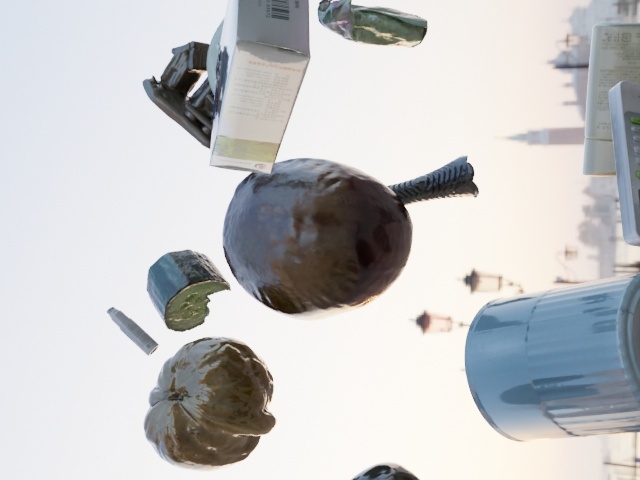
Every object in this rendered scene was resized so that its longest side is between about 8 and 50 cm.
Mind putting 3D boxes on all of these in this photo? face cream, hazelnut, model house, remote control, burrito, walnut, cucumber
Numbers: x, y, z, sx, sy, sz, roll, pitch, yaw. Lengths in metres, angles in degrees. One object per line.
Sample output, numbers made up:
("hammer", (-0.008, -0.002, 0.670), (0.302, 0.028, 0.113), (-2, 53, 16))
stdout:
("face cream", (-0.396, 0.187, 1.675), (0.034, 0.130, 0.034), (-48, -6, -7))
("hazelnut", (0.000, 0.000, 1.743), (0.421, 0.421, 0.352), (37, -139, -66))
("model house", (-0.256, -0.337, 1.777), (0.188, 0.229, 0.122), (-48, -2, 9))
("remote control", (0.476, -0.109, 1.158), (0.034, 0.103, 0.250), (141, 134, -64))
("face cream", (0.697, -0.316, 1.818), (0.081, 0.174, 0.348), (-54, -36, -68))
("burrito", (0.103, -0.453, 1.666), (0.229, 0.144, 0.089), (3, -73, -28))
("walnut", (-0.232, 0.357, 1.752), (0.285, 0.285, 0.296), (35, -112, -66))
("cucumber", (-0.335, 0.128, 1.966), (0.191, 0.130, 0.191), (-20, -45, -22))

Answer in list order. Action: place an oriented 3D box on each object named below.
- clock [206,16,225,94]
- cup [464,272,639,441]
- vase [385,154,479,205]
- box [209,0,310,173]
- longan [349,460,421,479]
("clock", (-0.153, -0.367, 1.599), (0.053, 0.236, 0.236), (-2, -86, -54))
("cup", (0.457, 0.226, 1.326), (0.257, 0.311, 0.331), (-34, -83, -37))
("vase", (0.245, -0.122, 1.894), (0.115, 0.237, 0.115), (-16, -90, -88))
("box", (-0.093, -0.262, 1.179), (0.299, 0.106, 0.200), (115, 157, -60))
("longan", (0.100, 0.458, 1.253), (0.198, 0.198, 0.212), (8, -108, -70))
